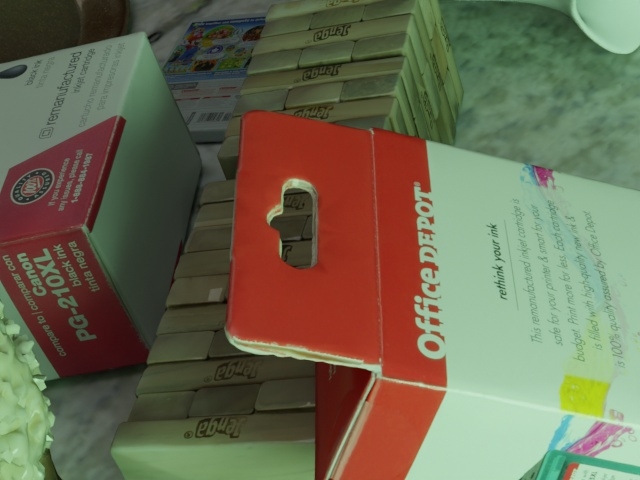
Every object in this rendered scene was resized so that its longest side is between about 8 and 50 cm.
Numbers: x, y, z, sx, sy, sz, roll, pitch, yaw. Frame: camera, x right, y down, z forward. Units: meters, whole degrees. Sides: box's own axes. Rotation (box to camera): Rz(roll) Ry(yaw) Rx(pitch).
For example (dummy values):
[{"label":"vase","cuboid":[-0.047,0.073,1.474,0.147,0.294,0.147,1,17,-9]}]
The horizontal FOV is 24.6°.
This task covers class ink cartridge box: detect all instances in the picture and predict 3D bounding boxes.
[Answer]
[{"label":"ink cartridge box","cuboid":[-0.200,-0.006,0.799,0.237,0.100,0.172,-11,39,15]},{"label":"ink cartridge box","cuboid":[0.072,0.039,0.539,0.231,0.078,0.134,12,39,-10]}]

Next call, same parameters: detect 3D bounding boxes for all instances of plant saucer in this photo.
[{"label":"plant saucer","cuboid":[-0.227,-0.171,0.988,0.198,0.036,0.199,18,46,-19]}]

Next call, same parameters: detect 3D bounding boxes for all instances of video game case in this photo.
[{"label":"video game case","cuboid":[-0.065,-0.103,0.922,0.087,0.011,0.122,0,43,27]}]

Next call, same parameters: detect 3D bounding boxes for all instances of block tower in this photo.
[{"label":"block tower","cuboid":[0.000,0.000,0.702,0.090,0.097,0.335,-7,39,20]}]

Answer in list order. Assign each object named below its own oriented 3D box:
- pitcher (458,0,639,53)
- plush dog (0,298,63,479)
[{"label":"pitcher","cuboid":[0.080,-0.195,0.794,0.207,0.178,0.125,30,87,28]},{"label":"plush dog","cuboid":[-0.141,0.105,0.520,0.210,0.226,0.262,-14,4,-18]}]
